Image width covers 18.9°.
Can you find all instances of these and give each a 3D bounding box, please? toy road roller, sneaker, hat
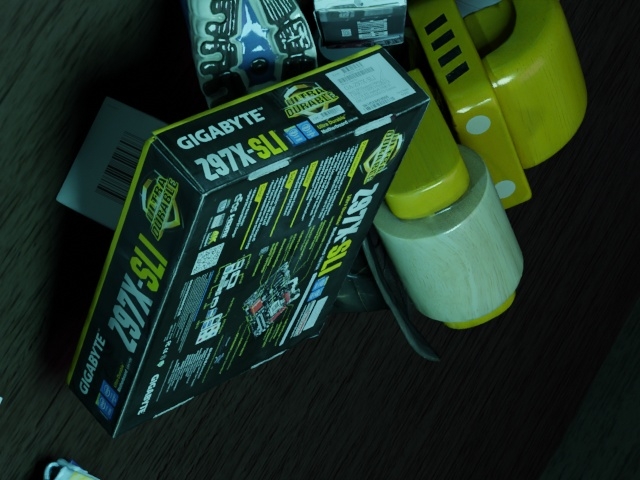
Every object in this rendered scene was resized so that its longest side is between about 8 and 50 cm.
[{"bbox_3d":[0.149,-0.105,1.825,0.241,0.329,0.202,-23,136,5],"label":"toy road roller"},{"bbox_3d":[-0.084,-0.263,1.609,0.147,0.130,0.330,-122,-155,-64],"label":"sneaker"},{"bbox_3d":[0.000,0.000,1.938,0.134,0.331,0.331,-23,153,4],"label":"hat"}]

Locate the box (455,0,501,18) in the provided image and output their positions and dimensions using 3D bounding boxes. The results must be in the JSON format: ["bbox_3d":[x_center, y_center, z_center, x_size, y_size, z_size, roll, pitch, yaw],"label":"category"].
[{"bbox_3d":[0.218,-0.273,2.249,0.087,0.102,0.101,-56,156,-18],"label":"box"}]

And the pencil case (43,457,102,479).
[{"bbox_3d":[-0.267,0.339,1.778,0.273,0.113,0.124,-60,148,-13],"label":"pencil case"}]

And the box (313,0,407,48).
[{"bbox_3d":[0.028,-0.323,1.578,0.242,0.077,0.307,8,80,-88],"label":"box"}]

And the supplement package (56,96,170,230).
[{"bbox_3d":[-0.133,-0.043,1.707,0.105,0.105,0.179,-65,157,0],"label":"supplement package"}]

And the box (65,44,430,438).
[{"bbox_3d":[-0.066,0.004,1.632,0.257,0.079,0.322,-27,153,-38],"label":"box"}]

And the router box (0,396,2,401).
[{"bbox_3d":[-0.403,0.203,1.392,0.301,0.082,0.335,-64,157,-6],"label":"router box"}]
